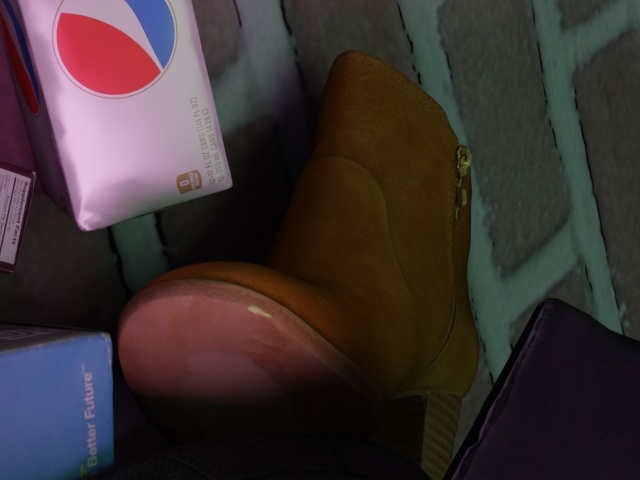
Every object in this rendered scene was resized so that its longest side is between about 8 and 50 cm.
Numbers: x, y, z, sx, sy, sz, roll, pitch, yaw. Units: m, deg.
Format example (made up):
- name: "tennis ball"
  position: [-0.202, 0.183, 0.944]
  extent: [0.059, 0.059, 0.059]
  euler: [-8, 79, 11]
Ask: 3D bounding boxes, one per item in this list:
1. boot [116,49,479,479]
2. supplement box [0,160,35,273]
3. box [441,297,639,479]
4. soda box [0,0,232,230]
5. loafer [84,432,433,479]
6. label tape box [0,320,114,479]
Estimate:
- name: "boot"
  position: [0.001, 0.000, 0.776]
  extent: [0.295, 0.104, 0.211]
  euler: [48, 42, -57]
- name: "supplement box"
  position: [-0.159, -0.018, 0.642]
  extent: [0.083, 0.055, 0.043]
  euler: [20, 78, -50]
- name: "box"
  position: [0.207, 0.343, 0.666]
  extent: [0.297, 0.471, 0.480]
  euler: [-58, 165, -31]
- name: "soda box"
  position: [-0.098, -0.118, 0.674]
  extent: [0.069, 0.074, 0.216]
  euler: [-18, 111, -16]
- name: "loafer"
  position: [-0.067, 0.138, 0.595]
  extent: [0.267, 0.096, 0.084]
  euler: [-12, 123, -43]
- name: "label tape box"
  position: [-0.216, 0.166, 0.551]
  extent: [0.333, 0.106, 0.241]
  euler: [-9, 101, -50]
